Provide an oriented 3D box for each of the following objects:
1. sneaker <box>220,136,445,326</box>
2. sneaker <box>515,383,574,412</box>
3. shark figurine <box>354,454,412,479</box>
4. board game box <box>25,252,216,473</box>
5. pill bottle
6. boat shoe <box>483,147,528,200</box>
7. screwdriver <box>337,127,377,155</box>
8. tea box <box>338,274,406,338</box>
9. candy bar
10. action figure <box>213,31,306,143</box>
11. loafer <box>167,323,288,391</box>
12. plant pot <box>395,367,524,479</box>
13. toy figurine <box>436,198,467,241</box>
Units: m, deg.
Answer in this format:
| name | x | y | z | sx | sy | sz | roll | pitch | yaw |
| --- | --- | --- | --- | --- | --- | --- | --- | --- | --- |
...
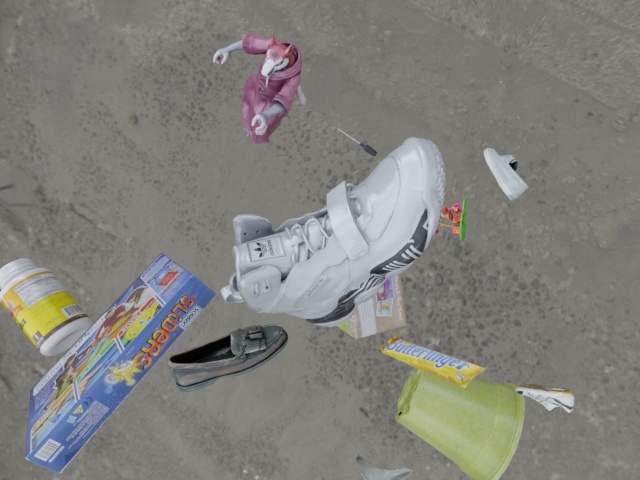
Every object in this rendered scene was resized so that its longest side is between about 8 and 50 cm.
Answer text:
| name | x | y | z | sx | sy | sz | roll | pitch | yaw |
| --- | --- | --- | --- | --- | --- | --- | --- | --- | --- |
| sneaker | 0.000 | 0.000 | 0.586 | 0.210 | 0.138 | 0.366 | 9 | 136 | -27 |
| sneaker | 0.348 | 0.247 | 0.657 | 0.083 | 0.031 | 0.037 | -5 | 89 | 42 |
| shark figurine | 0.050 | 0.492 | 0.659 | 0.116 | 0.278 | 0.167 | 12 | 123 | 41 |
| board game box | -0.209 | 0.107 | 0.438 | 0.035 | 0.201 | 0.136 | 49 | 162 | -29 |
| pill bottle | -0.630 | 0.145 | 0.954 | 0.215 | 0.117 | 0.117 | 47 | 120 | 7 |
| boat shoe | 0.603 | -0.229 | 1.364 | 0.081 | 0.228 | 0.079 | -35 | 134 | 29 |
| screwdriver | 0.131 | -0.354 | 1.523 | 0.169 | 0.025 | 0.024 | 28 | 152 | -12 |
| tea box | 0.146 | 0.160 | 1.633 | 0.219 | 0.323 | 0.330 | -11 | 97 | -20 |
| candy bar | 0.141 | 0.157 | 0.556 | 0.161 | 0.040 | 0.018 | 6 | 123 | 59 |
| action figure | -0.103 | -0.389 | 1.064 | 0.248 | 0.275 | 0.370 | 67 | 160 | 1 |
| loafer | -0.204 | 0.247 | 0.936 | 0.267 | 0.096 | 0.084 | -23 | 123 | -7 |
| plant pot | 0.351 | 0.456 | 1.129 | 0.253 | 0.276 | 0.276 | 25 | 117 | 9 |
| toy figurine | 0.505 | -0.087 | 1.717 | 0.159 | 0.130 | 0.173 | 5 | 94 | 28 |
